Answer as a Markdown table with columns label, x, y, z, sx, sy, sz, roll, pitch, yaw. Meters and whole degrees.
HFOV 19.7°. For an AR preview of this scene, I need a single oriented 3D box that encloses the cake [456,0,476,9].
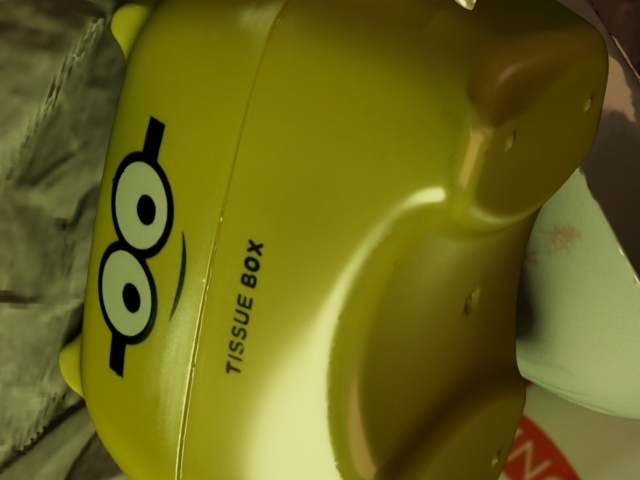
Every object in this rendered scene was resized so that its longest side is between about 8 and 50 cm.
| label | x | y | z | sx | sy | sz | roll | pitch | yaw |
| --- | --- | --- | --- | --- | --- | --- | --- | --- | --- |
| cake | 0.015 | -0.211 | 0.450 | 0.116 | 0.113 | 0.295 | -26 | 127 | -79 |

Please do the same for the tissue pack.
| label | x | y | z | sx | sy | sz | roll | pitch | yaw |
| --- | --- | --- | --- | --- | --- | --- | --- | --- | --- |
| tissue pack | 0.000 | 0.000 | 0.546 | 0.123 | 0.127 | 0.178 | -23 | 131 | -55 |

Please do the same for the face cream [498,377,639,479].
| label | x | y | z | sx | sy | sz | roll | pitch | yaw |
| --- | --- | --- | --- | --- | --- | --- | --- | --- | --- |
| face cream | 0.063 | 0.104 | 0.700 | 0.345 | 0.102 | 0.102 | -31 | 135 | -34 |

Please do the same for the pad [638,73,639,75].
| label | x | y | z | sx | sy | sz | roll | pitch | yaw |
| --- | --- | --- | --- | --- | --- | --- | --- | --- | --- |
| pad | 0.124 | 0.067 | 0.862 | 0.284 | 0.018 | 0.286 | 9 | 105 | -56 |

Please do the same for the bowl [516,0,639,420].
| label | x | y | z | sx | sy | sz | roll | pitch | yaw |
| --- | --- | --- | --- | --- | --- | --- | --- | --- | --- |
| bowl | 0.080 | -0.007 | 0.659 | 0.086 | 0.189 | 0.189 | -26 | 154 | 19 |
